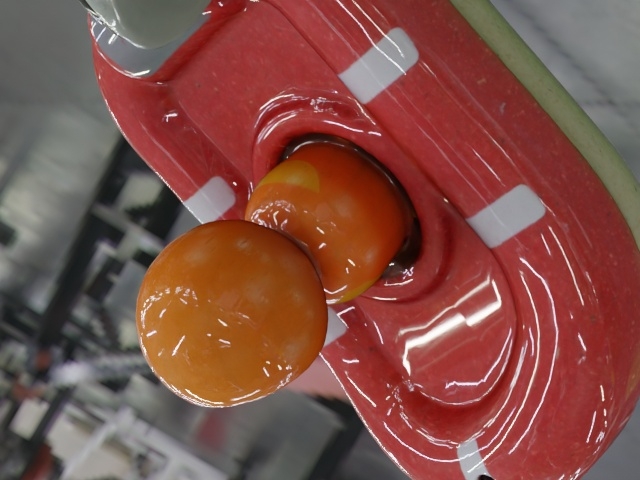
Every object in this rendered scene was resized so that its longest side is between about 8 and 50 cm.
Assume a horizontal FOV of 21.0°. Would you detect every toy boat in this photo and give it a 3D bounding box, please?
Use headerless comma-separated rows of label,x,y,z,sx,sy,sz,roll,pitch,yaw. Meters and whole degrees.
toy boat,0.000,0.000,0.563,0.231,0.151,0.151,48,143,-4

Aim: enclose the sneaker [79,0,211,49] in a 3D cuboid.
sneaker,-0.040,-0.233,0.497,0.146,0.330,0.122,-22,172,18
